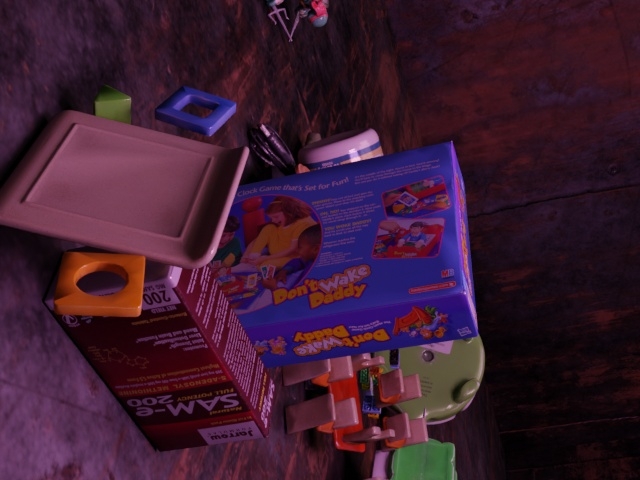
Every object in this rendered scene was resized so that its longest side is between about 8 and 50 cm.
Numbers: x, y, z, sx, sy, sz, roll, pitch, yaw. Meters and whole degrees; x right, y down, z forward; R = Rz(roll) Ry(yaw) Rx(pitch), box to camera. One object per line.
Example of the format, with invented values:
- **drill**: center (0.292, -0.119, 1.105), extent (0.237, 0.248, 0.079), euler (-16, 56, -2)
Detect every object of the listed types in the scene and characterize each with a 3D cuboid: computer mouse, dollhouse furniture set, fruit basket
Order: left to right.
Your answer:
- **computer mouse**: center (-0.058, -0.056, 1.351), extent (0.188, 0.072, 0.272), euler (55, 27, -26)
- **dollhouse furniture set**: center (0.046, 0.310, 1.398), extent (0.262, 0.135, 0.259), euler (25, 51, -48)
- **fruit basket**: center (0.134, 0.522, 1.551), extent (0.327, 0.165, 0.353), euler (-76, -178, -52)

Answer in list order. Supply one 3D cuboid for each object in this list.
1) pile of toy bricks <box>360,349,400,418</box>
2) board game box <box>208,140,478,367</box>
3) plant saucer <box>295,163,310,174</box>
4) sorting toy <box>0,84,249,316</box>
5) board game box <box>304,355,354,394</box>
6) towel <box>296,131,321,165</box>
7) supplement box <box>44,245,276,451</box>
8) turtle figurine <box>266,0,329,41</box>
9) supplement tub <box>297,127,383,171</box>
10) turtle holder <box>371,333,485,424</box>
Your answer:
- **pile of toy bricks**: center (0.088, 0.260, 1.632), extent (0.105, 0.118, 0.212), euler (76, 17, -50)
- **board game box**: center (-0.004, 0.022, 1.023), extent (0.078, 0.347, 0.233), euler (65, 21, -43)
- **plant saucer**: center (-0.015, -0.085, 1.412), extent (0.083, 0.013, 0.083), euler (59, 14, -23)
- **sorting toy**: center (-0.174, -0.040, 0.785), extent (0.347, 0.196, 0.047), euler (-79, 180, -53)
- **board game box**: center (0.026, 0.172, 1.512), extent (0.126, 0.026, 0.186), euler (29, 63, -53)
- **towel**: center (0.000, 0.000, 1.639), extent (0.324, 0.056, 0.312), euler (-72, 145, -56)
- **supplement box**: center (-0.147, 0.105, 0.866), extent (0.073, 0.130, 0.239), euler (-83, 156, -47)
- **turtle figurine**: center (-0.039, -0.485, 1.707), extent (0.175, 0.118, 0.234), euler (19, 55, -72)
- **supplement tub**: center (0.053, -0.081, 1.529), extent (0.144, 0.144, 0.199), euler (-52, 126, -70)
- **turtle holder**: center (0.232, 0.299, 1.889), extent (0.227, 0.243, 0.320), euler (86, -9, -66)
